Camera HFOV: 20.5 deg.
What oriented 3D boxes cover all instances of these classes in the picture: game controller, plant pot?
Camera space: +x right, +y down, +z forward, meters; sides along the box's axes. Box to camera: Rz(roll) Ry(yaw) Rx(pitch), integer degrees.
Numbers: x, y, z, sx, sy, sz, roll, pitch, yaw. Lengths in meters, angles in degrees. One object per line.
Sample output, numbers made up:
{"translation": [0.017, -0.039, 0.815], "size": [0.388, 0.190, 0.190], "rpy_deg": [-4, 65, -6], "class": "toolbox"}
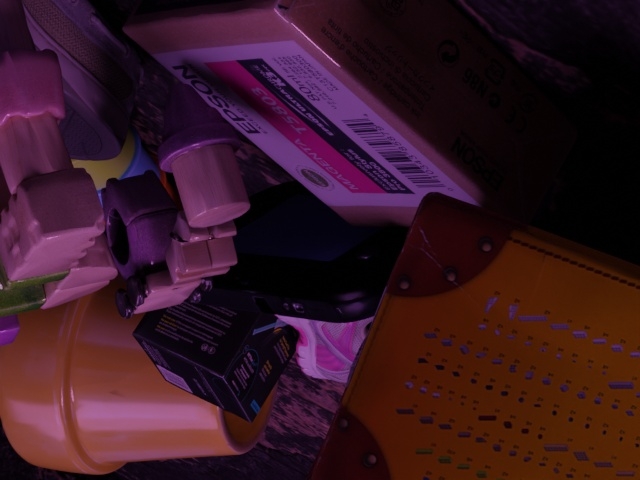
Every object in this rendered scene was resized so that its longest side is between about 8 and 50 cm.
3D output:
{"translation": [0.000, 0.000, 1.337], "size": [0.319, 0.166, 0.067], "rpy_deg": [5, 130, 55], "class": "game controller"}
{"translation": [-0.183, 0.133, 1.904], "size": [0.239, 0.254, 0.254], "rpy_deg": [5, 153, 22], "class": "plant pot"}

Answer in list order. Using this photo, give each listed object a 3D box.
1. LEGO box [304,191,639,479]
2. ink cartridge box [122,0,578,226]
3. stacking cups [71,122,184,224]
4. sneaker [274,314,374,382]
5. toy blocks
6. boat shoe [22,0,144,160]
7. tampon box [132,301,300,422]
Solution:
{"translation": [0.280, 0.167, 1.080], "size": [0.500, 0.193, 0.372], "rpy_deg": [21, 177, 15], "class": "LEGO box"}
{"translation": [0.017, -0.104, 1.137], "size": [0.235, 0.088, 0.193], "rpy_deg": [39, 160, -28], "class": "ink cartridge box"}
{"translation": [-0.183, -0.066, 1.596], "size": [0.096, 0.096, 0.316], "rpy_deg": [20, 165, 30], "class": "stacking cups"}
{"translation": [0.039, 0.073, 1.565], "size": [0.111, 0.103, 0.252], "rpy_deg": [16, 166, 19], "class": "sneaker"}
{"translation": [-0.221, -0.084, 1.190], "size": [0.288, 0.309, 0.260], "rpy_deg": [-43, 62, 60], "class": "toy blocks"}
{"translation": [-0.234, -0.185, 1.312], "size": [0.118, 0.103, 0.320], "rpy_deg": [-2, 146, 33], "class": "boat shoe"}
{"translation": [-0.076, 0.061, 1.621], "size": [0.101, 0.161, 0.120], "rpy_deg": [24, 160, 22], "class": "tampon box"}
